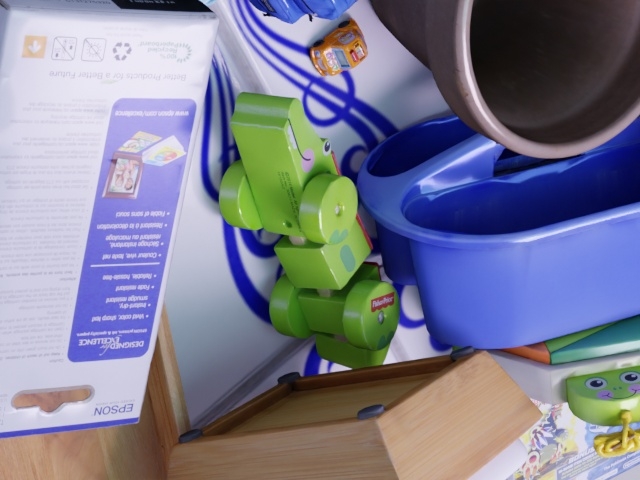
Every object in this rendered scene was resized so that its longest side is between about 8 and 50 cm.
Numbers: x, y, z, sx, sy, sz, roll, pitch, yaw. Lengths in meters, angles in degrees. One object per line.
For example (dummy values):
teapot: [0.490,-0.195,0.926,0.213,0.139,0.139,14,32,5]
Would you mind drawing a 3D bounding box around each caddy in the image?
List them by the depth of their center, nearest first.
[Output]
caddy: [0.204,-0.042,1.497,0.341,0.241,0.179,-15,122,-14]

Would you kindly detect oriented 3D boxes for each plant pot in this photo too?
plant pot: [0.160,-0.228,1.410,0.263,0.229,0.263,-14,117,-30]

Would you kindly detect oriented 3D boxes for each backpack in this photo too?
backpack: [-0.013,-0.237,1.357,0.101,0.120,0.098,-49,129,-8]

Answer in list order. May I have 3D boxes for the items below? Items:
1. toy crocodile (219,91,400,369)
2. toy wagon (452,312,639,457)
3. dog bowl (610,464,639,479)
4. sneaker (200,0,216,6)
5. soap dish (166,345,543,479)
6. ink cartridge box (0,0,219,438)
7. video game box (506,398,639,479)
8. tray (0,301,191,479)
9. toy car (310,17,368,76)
toy crocodile: [0.000,0.000,1.471,0.105,0.115,0.340,-52,134,-37]
toy wagon: [0.259,0.087,1.524,0.267,0.344,0.068,-10,116,-2]
dog bowl: [0.273,0.204,1.746,0.265,0.104,0.265,-14,116,-30]
sneaker: [-0.084,-0.268,1.277,0.366,0.135,0.150,-12,122,-7]
soap dish: [0.021,0.190,1.418,0.229,0.291,0.118,-25,100,-51]
ink cartridge box: [-0.201,-0.016,1.250,0.176,0.069,0.371,-2,115,-33]
video game box: [0.265,0.176,1.633,0.205,0.048,0.187,-22,117,-26]
tray: [-0.227,0.154,1.403,0.203,0.076,0.411,-22,119,-25]
toy car: [0.018,-0.209,1.441,0.060,0.040,0.122,-23,121,-25]
